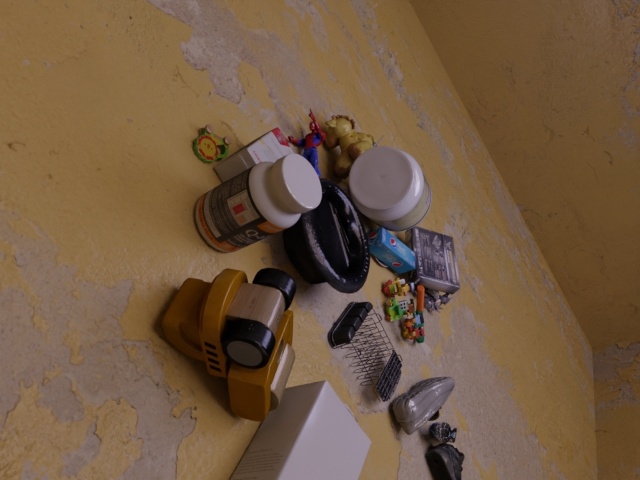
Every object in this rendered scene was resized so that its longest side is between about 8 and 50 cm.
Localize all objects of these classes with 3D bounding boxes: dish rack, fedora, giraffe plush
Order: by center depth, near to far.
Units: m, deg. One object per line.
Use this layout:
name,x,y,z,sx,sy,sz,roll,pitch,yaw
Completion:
fedora,0.000,0.000,1.557,0.334,0.153,0.334,31,49,-42
dish rack,0.147,0.330,1.653,0.271,0.074,0.208,62,35,-12
giraffe plush,0.085,-0.334,1.872,0.170,0.210,0.181,43,2,5

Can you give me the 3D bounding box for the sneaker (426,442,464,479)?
sneaker,0.427,0.752,1.786,0.130,0.087,0.227,-14,78,-50

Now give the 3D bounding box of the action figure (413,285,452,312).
action figure,0.424,0.148,2.120,0.185,0.099,0.285,50,40,-34

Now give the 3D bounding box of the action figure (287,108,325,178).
action figure,-0.047,-0.280,1.701,0.139,0.092,0.280,51,35,-44

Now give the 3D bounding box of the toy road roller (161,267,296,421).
toy road roller,-0.188,0.203,1.188,0.202,0.241,0.329,-69,165,-46

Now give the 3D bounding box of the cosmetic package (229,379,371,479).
cosmetic package,-0.052,0.512,1.197,0.217,0.156,0.385,58,34,-15

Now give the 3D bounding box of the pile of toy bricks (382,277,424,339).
pile of toy bricks,0.263,0.236,1.859,0.105,0.118,0.212,-12,92,-17

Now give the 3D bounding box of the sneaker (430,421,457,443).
sneaker,0.384,0.621,1.817,0.162,0.073,0.063,41,58,-50

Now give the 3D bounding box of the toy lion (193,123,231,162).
toy lion,-0.276,-0.236,1.421,0.100,0.034,0.096,28,57,-44

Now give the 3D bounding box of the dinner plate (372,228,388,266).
dinner plate,0.209,0.026,1.957,0.141,0.017,0.141,32,47,-41

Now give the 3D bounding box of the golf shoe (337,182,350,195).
golf shoe,0.038,-0.143,1.776,0.086,0.069,0.176,46,38,-20

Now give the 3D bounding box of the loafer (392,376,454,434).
loafer,0.337,0.516,1.786,0.319,0.112,0.111,-12,86,-48

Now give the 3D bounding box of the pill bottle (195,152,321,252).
pill bottle,-0.143,-0.086,1.293,0.162,0.278,0.162,30,50,-42

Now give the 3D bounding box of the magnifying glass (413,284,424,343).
magnifying glass,0.335,0.250,1.891,0.092,0.026,0.231,-97,-179,-56

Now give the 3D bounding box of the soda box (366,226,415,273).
soda box,0.240,0.036,1.916,0.210,0.071,0.067,35,46,-38

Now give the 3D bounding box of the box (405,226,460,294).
box,0.405,0.068,2.041,0.183,0.056,0.231,15,51,-19

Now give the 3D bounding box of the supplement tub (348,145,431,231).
supplement tub,0.228,-0.165,1.825,0.325,0.235,0.235,26,49,-71

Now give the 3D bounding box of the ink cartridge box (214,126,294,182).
ink cartridge box,-0.161,-0.191,1.464,0.128,0.127,0.176,59,34,-14
